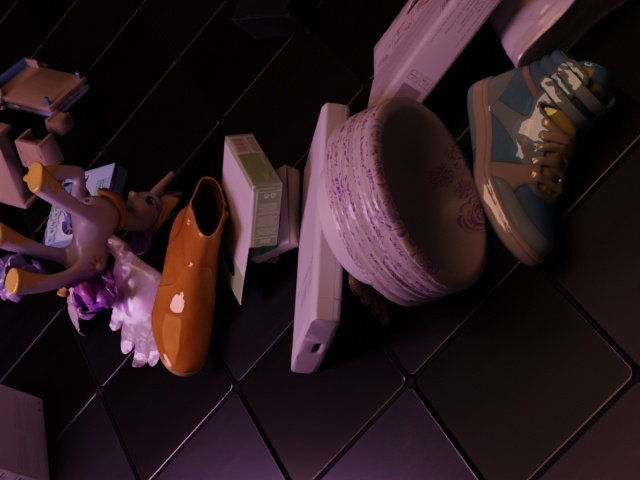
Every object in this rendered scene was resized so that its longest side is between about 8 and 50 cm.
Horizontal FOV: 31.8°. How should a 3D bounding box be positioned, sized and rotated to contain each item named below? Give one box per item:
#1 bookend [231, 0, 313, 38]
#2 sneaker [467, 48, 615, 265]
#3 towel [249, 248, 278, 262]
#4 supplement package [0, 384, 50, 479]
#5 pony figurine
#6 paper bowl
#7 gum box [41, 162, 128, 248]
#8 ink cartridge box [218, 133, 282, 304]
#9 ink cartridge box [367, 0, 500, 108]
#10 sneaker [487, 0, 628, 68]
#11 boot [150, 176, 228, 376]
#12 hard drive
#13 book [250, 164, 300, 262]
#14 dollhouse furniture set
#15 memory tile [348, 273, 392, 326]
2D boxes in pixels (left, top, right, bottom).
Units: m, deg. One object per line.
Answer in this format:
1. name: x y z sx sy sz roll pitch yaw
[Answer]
1. bookend: -0.070 -0.470 2.122 0.156 0.072 0.157 4 71 43
2. sneaker: 0.320 -0.134 1.549 0.208 0.127 0.319 -27 53 31
3. towel: -0.103 -0.027 1.948 0.148 0.027 0.110 30 90 45
4. supplement package: -0.634 0.380 2.087 0.149 0.203 0.194 -37 47 22
5. pony figurine: -0.411 0.027 2.019 0.303 0.363 0.351 18 97 39
6. paper bowl: 0.105 -0.047 1.584 0.148 0.284 0.284 -23 54 34
7. gum box: -0.484 -0.066 2.305 0.184 0.041 0.157 -11 60 38
8. ink cartridge box: -0.124 -0.036 1.878 0.171 0.056 0.235 -122 31 -50
9. ink cartridge box: 0.183 -0.345 1.777 0.296 0.066 0.261 -52 15 31
10. sneaker: 0.367 -0.397 1.659 0.292 0.108 0.169 -41 49 19
11. boot: -0.215 0.056 1.885 0.211 0.104 0.295 119 153 -53
12. hard drive: 0.000 0.000 1.729 0.233 0.047 0.353 110 165 -63
13. book: -0.078 -0.043 1.894 0.096 0.035 0.144 -24 56 38
14. dollhouse furniture set: -0.600 -0.240 2.486 0.286 0.198 0.303 14 47 27
15. memory tile: 0.073 0.053 1.660 0.012 0.148 0.113 -15 57 20
